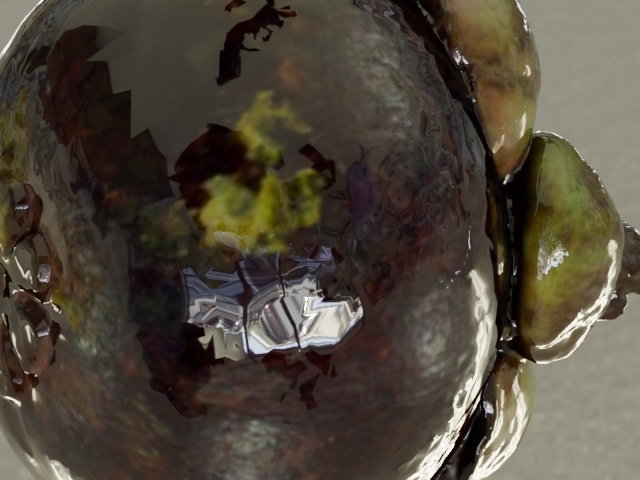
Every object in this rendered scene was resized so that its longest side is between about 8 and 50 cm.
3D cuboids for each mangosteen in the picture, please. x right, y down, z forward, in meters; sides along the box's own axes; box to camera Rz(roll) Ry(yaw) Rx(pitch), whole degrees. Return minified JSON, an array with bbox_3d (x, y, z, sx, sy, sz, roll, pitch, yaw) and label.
[{"bbox_3d":[0.000,0.000,0.602,0.217,0.192,0.192,-5,-155,-26],"label":"mangosteen"}]
